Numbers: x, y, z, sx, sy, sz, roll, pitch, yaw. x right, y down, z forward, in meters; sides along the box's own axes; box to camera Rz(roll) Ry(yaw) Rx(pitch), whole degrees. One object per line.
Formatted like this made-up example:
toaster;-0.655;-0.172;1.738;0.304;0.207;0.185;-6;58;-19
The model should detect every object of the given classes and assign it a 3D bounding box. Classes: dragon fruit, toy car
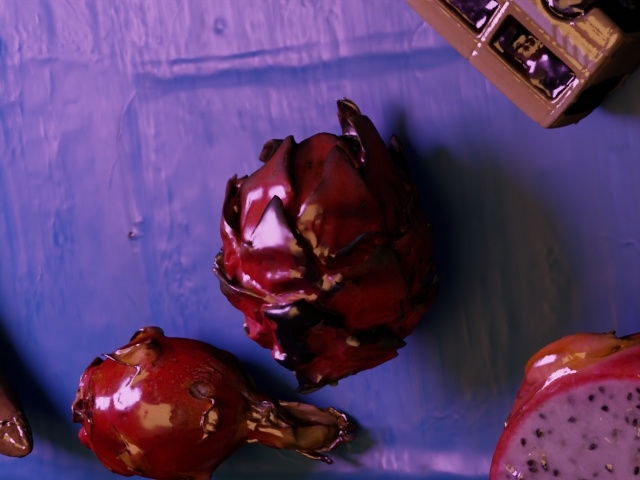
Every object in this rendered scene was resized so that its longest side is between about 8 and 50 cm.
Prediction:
dragon fruit;0.262;0.183;1.355;0.291;0.189;0.290;13;113;32
dragon fruit;-0.088;0.142;1.600;0.246;0.125;0.125;10;77;14
dragon fruit;0.003;0.008;1.479;0.182;0.182;0.188;-42;78;30
toy car;0.122;-0.200;1.408;0.256;0.101;0.124;45;120;15

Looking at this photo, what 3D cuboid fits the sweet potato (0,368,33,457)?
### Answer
sweet potato;-0.387;0.040;1.743;0.422;0.130;0.130;51;119;12
